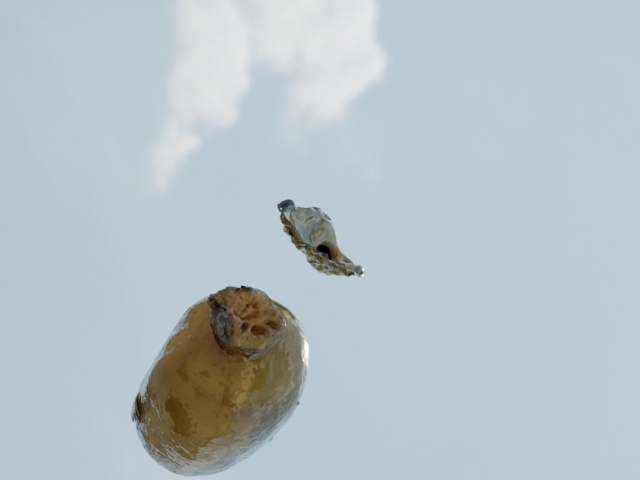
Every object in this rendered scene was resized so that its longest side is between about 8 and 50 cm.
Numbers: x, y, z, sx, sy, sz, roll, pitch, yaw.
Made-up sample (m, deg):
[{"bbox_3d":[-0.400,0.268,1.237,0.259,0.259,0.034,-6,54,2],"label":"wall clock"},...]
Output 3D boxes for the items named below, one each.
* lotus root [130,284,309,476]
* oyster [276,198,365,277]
[{"bbox_3d":[-0.089,0.133,1.785,0.146,0.131,0.303,-61,-177,-31],"label":"lotus root"},{"bbox_3d":[0.000,0.000,1.884,0.045,0.121,0.146,-31,-155,6],"label":"oyster"}]
